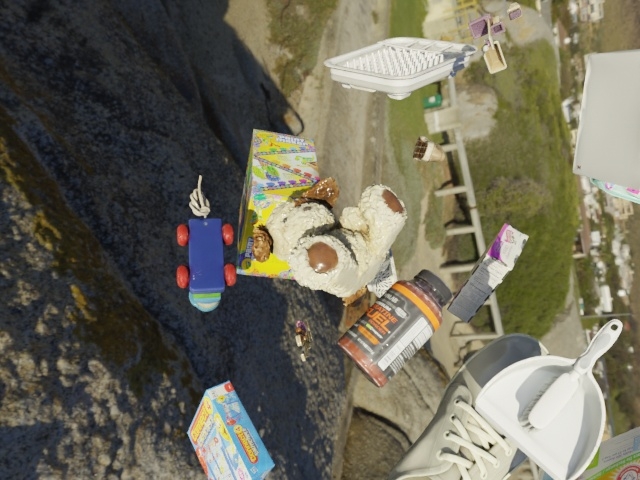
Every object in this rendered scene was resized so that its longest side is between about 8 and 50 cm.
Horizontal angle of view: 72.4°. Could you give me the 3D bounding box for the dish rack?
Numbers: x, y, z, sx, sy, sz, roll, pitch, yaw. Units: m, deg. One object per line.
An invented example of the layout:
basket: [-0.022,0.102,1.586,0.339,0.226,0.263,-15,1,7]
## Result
dish rack: [0.205,-0.448,1.130,0.332,0.285,0.072,-31,134,-32]

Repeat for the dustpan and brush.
dustpan and brush: [0.330,0.192,0.588,0.211,0.147,0.060,-46,150,-7]

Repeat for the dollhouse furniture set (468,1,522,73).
dollhouse furniture set: [0.338,-0.355,0.812,0.114,0.091,0.081,45,44,-40]

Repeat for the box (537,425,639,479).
box: [0.382,0.339,0.556,0.103,0.203,0.114,40,42,10]

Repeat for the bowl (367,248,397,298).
bowl: [0.171,0.101,1.237,0.170,0.080,0.170,-11,90,-79]

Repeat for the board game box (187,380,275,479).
board game box: [-0.303,0.672,1.419,0.086,0.308,0.302,-11,51,-41]

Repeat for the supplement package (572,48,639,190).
supplement package: [0.536,-0.190,0.663,0.149,0.203,0.194,-113,-163,-69]

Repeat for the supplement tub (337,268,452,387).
supplement tub: [0.129,0.139,0.729,0.198,0.106,0.106,-43,133,-12]

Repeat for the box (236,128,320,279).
box: [-0.121,-0.096,1.200,0.279,0.176,0.290,-98,-160,-46]

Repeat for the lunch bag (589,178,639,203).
lunch bag: [0.736,-0.195,0.965,0.160,0.262,0.224,82,27,-58]

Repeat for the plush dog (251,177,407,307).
plush dog: [0.000,0.000,0.816,0.262,0.225,0.211,-38,150,-31]

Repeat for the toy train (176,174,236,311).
toy train: [-0.233,0.011,0.886,0.143,0.105,0.248,115,-30,-56]

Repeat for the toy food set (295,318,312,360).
toy food set: [-0.044,0.230,1.039,0.122,0.019,0.078,-33,108,-80]

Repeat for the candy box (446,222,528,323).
candy box: [0.434,0.089,1.146,0.159,0.071,0.233,-41,159,-42]

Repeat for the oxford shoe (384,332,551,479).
oxford shoe: [0.238,0.338,0.710,0.449,0.169,0.130,-45,158,-11]

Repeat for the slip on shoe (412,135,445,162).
slip on shoe: [0.224,-0.188,0.910,0.135,0.041,0.052,-90,-164,-75]
